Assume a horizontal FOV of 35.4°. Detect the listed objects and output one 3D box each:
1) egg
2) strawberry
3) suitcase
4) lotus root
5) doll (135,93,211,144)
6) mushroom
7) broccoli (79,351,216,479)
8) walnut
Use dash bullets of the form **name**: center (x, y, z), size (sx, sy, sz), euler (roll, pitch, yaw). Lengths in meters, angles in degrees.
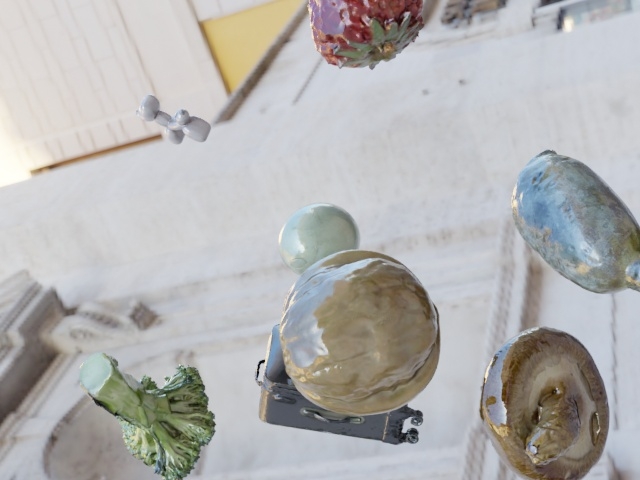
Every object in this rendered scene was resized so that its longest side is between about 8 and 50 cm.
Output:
- **egg**: center (0.000, 0.000, 2.469), size (0.253, 0.186, 0.187), euler (-26, -76, -55)
- **strawberry**: center (0.062, -0.418, 1.663), size (0.205, 0.205, 0.245), euler (13, -125, -66)
- **suitcase**: center (0.047, 0.365, 2.573), size (0.283, 0.433, 0.194), euler (-83, 1, -59)
- **lotus root**: center (0.437, -0.021, 1.694), size (0.175, 0.175, 0.350), euler (55, -178, -44)
- **doll**: center (-0.359, -0.286, 2.371), size (0.160, 0.161, 0.059), euler (39, -116, -41)
- **mushroom**: center (0.482, 0.355, 2.164), size (0.345, 0.239, 0.345), euler (-23, -60, -49)
- **broccoli**: center (-0.381, 0.326, 2.083), size (0.252, 0.221, 0.361), euler (-100, -16, -53)
- **walnut**: center (0.066, 0.154, 1.671), size (0.296, 0.285, 0.285), euler (87, 180, -68)
